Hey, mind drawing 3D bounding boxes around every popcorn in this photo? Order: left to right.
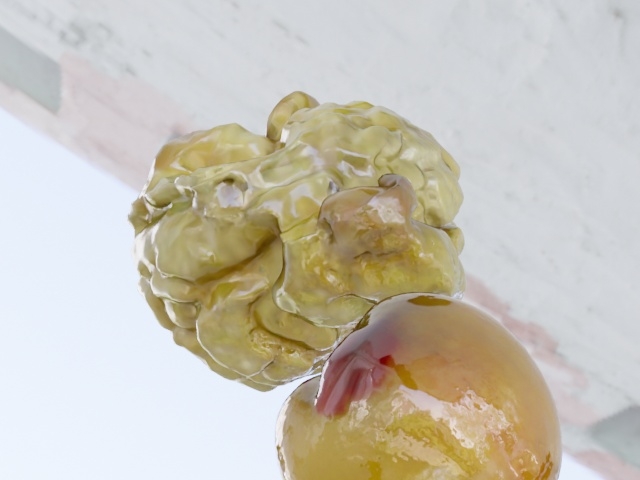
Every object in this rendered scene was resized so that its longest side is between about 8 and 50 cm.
[{"bbox_3d":[0.000,0.000,1.042,0.332,0.265,0.225,0,-66,58],"label":"popcorn"}]

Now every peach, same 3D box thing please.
[{"bbox_3d":[0.051,0.097,0.647,0.138,0.138,0.138,24,-26,12],"label":"peach"}]
